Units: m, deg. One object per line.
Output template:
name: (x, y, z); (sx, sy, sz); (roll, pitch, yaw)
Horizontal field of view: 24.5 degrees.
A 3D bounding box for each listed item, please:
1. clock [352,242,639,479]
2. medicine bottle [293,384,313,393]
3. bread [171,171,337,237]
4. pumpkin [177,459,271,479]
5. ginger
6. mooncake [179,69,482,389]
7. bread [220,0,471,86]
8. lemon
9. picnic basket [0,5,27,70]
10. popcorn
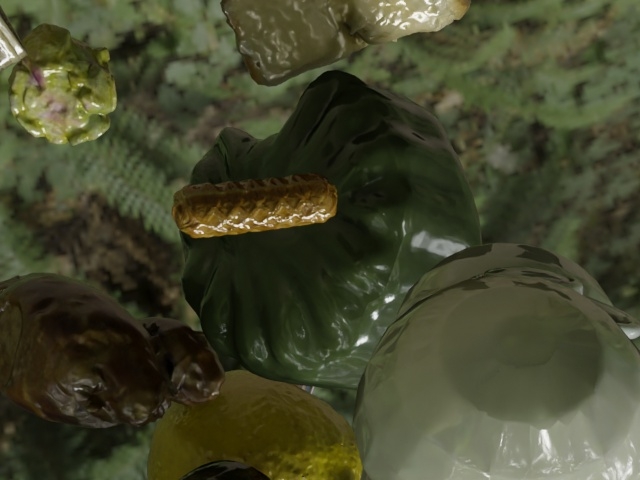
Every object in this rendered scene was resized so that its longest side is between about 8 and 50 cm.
clock: (0.091, 0.170, 0.818); (0.184, 0.326, 0.342); (5, -175, 2)
medicine bottle: (-0.052, 0.198, 2.327); (0.078, 0.219, 0.115); (9, 161, 36)
bread: (-0.061, -0.033, 1.379); (0.157, 0.052, 0.044); (-6, 154, -10)
pumpkin: (-0.089, 0.400, 1.544); (0.232, 0.325, 0.242); (-30, 131, -38)
ginger: (-0.258, 0.135, 1.699); (0.274, 0.152, 0.357); (22, 178, -14)
mooncake: (0.000, 0.000, 1.607); (0.351, 0.351, 0.187); (-27, 155, 34)
bread: (0.012, -0.408, 1.730); (0.279, 0.371, 0.390); (-15, -167, 15)
lemon: (-0.075, 0.290, 1.836); (0.320, 0.245, 0.245); (17, -177, 36)
picnic basket: (-0.301, -0.188, 1.143); (0.079, 0.164, 0.115); (-33, 129, -4)
popcorn: (-0.237, -0.141, 1.345); (0.097, 0.109, 0.089); (-28, -163, 9)
